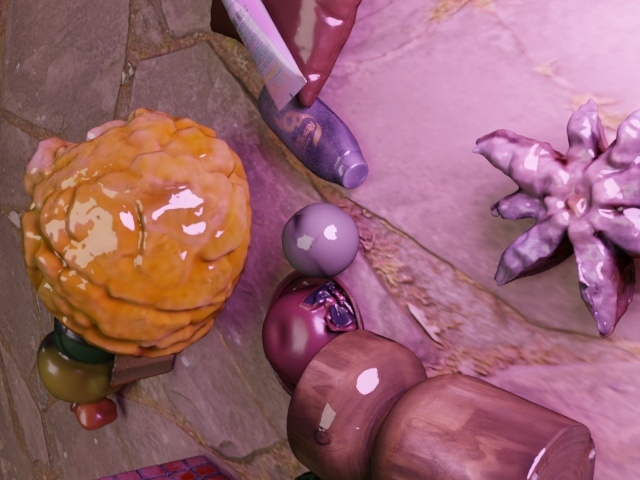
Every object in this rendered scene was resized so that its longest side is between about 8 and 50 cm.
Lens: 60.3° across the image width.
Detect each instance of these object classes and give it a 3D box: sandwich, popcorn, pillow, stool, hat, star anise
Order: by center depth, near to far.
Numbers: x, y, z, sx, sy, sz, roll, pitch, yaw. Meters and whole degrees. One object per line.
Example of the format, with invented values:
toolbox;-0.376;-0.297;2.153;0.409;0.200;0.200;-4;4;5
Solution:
star anise;0.238;-0.030;0.493;0.236;0.093;0.229;54;127;30
stool;0.115;0.217;0.570;0.264;0.179;0.179;18;104;46
pillow;-0.038;-0.387;0.775;0.308;0.108;0.305;46;125;34
hat;-0.027;0.139;0.789;0.205;0.089;0.205;0;90;47
popcorn;-0.283;-0.010;0.878;0.354;0.344;0.390;-19;71;52
sandwich;-0.399;0.197;1.159;0.187;0.144;0.117;33;112;42

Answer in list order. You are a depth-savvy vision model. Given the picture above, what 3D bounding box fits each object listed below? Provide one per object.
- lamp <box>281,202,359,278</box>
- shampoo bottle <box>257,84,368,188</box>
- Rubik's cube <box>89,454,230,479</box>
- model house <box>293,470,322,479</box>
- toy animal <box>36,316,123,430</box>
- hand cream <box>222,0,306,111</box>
lamp;0.000;0.000;0.745;0.105;0.105;0.105;1;92;48
shampoo bottle;-0.014;-0.158;0.796;0.234;0.049;0.087;51;122;34
Rubik's cube;-0.260;0.540;0.934;0.238;0.237;0.237;11;99;53
model house;-0.069;0.498;0.711;0.243;0.284;0.298;41;120;34
toy animal;-0.555;0.262;1.293;0.216;0.191;0.338;38;117;41
hand cream;-0.079;-0.268;0.745;0.076;0.047;0.174;-32;86;52
